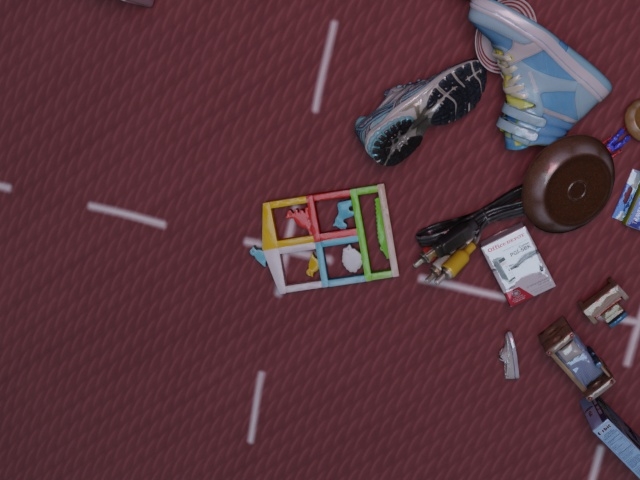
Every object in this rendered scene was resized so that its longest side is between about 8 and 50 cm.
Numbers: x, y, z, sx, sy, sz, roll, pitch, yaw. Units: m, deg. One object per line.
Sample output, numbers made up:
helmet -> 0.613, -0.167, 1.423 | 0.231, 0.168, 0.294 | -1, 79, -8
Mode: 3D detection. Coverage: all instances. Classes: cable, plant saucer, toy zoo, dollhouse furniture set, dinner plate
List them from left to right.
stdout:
toy zoo -> 0.000, 0.000, 1.756 | 0.293, 0.030, 0.192 | -8, 99, 8
cable -> 0.303, -0.022, 1.695 | 0.287, 0.139, 0.072 | -32, 120, -7
dinner plate -> 0.343, -0.382, 1.622 | 0.141, 0.017, 0.141 | -10, 114, -24
plant saucer -> 0.473, -0.099, 1.630 | 0.199, 0.036, 0.198 | -8, 116, -16
dollhouse furniture set -> 0.536, 0.187, 1.668 | 0.184, 0.129, 0.129 | -42, 93, 12
plant saucer -> 0.611, -0.227, 1.629 | 0.083, 0.015, 0.083 | 1, 85, -9

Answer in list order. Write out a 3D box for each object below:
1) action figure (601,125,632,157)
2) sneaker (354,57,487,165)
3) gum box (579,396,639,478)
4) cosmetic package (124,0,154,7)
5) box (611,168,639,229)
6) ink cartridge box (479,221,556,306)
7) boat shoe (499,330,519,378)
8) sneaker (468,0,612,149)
action figure -> 0.555, -0.181, 1.655 | 0.115, 0.030, 0.038 | -42, 97, 14
sneaker -> 0.184, -0.268, 1.647 | 0.283, 0.122, 0.110 | -35, 136, -7
gum box -> 0.589, 0.391, 1.683 | 0.041, 0.157, 0.184 | -44, 92, 13
cosmetic package -> -0.382, -0.557, 1.647 | 0.151, 0.151, 0.183 | 22, 102, 4
box -> 0.661, -0.057, 1.654 | 0.178, 0.042, 0.109 | 20, 101, 3
ink cartridge box -> 0.383, 0.046, 1.701 | 0.099, 0.056, 0.135 | -28, 96, 12
boat shoe -> 0.375, 0.231, 1.747 | 0.035, 0.035, 0.100 | -9, 105, 6
sneaker -> 0.355, -0.284, 1.581 | 0.319, 0.127, 0.208 | 31, 105, -18
